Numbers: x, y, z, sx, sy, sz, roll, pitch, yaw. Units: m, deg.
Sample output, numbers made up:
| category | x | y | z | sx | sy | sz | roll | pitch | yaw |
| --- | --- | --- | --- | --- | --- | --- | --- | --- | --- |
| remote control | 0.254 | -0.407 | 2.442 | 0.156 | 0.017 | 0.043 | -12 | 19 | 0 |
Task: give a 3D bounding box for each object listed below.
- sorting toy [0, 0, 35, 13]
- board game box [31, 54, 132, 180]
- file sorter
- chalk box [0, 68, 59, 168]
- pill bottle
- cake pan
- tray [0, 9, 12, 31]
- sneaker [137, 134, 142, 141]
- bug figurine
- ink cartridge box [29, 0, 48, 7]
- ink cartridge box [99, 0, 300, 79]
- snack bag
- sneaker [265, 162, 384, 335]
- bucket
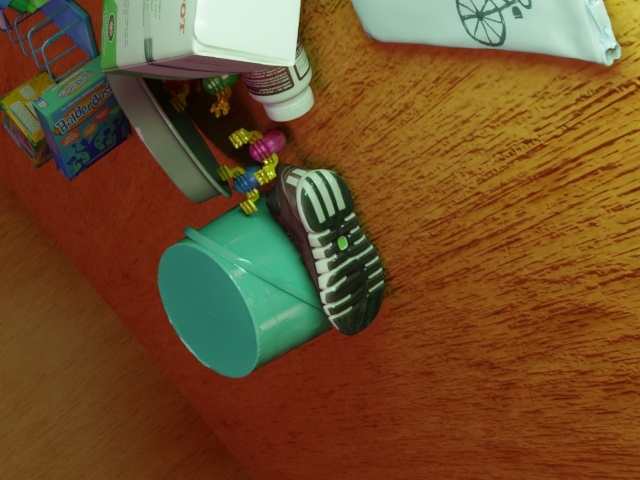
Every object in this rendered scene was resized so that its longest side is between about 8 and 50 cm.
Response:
| category | x | y | z | sx | sy | sz | roll | pitch | yaw |
| --- | --- | --- | --- | --- | --- | --- | --- | --- | --- |
| sorting toy | -0.564 | -0.396 | 1.653 | 0.126 | 0.127 | 0.365 | 26 | 173 | -34 |
| board game box | -0.448 | -0.229 | 1.878 | 0.047 | 0.160 | 0.210 | 40 | 158 | 22 |
| file sorter | -0.504 | -0.392 | 1.793 | 0.170 | 0.104 | 0.118 | 43 | 157 | 18 |
| chalk box | -0.624 | -0.260 | 2.210 | 0.132 | 0.132 | 0.213 | 49 | 159 | 2 |
| pill bottle | -0.062 | -0.226 | 1.222 | 0.086 | 0.086 | 0.152 | 27 | 149 | 45 |
| cake pan | -0.240 | -0.177 | 1.543 | 0.293 | 0.054 | 0.293 | 57 | -177 | -5 |
| tray | -0.785 | -0.545 | 2.193 | 0.270 | 0.030 | 0.145 | 29 | 150 | 42 |
| sneaker | -0.327 | -0.213 | 1.833 | 0.098 | 0.038 | 0.069 | 17 | 142 | 54 |
| bug figurine | -0.140 | -0.176 | 1.479 | 0.279 | 0.072 | 0.216 | 57 | 154 | -12 |
| ink cartridge box | -0.480 | -0.525 | 1.507 | 0.198 | 0.115 | 0.273 | 43 | 159 | 17 |
| ink cartridge box | -0.136 | -0.289 | 1.084 | 0.289 | 0.121 | 0.211 | 11 | 97 | 58 |
| snack bag | 0.090 | -0.307 | 0.859 | 0.342 | 0.037 | 0.323 | 21 | 146 | 52 |
| sneaker | 0.000 | 0.000 | 1.487 | 0.162 | 0.106 | 0.281 | 31 | 143 | 52 |
| bucket | -0.120 | 0.076 | 1.610 | 0.281 | 0.183 | 0.281 | 26 | 131 | 34 |
